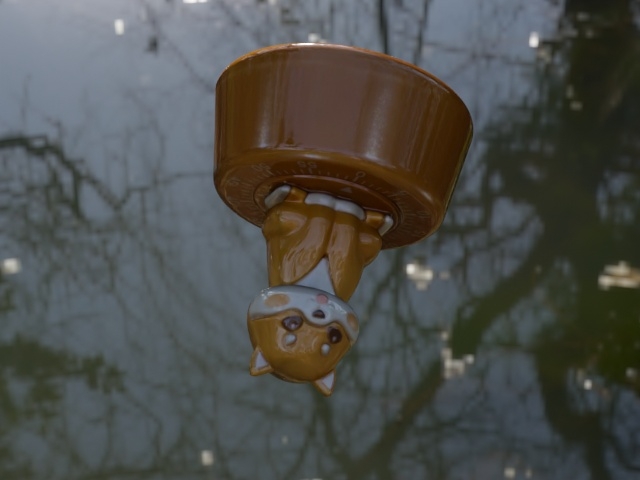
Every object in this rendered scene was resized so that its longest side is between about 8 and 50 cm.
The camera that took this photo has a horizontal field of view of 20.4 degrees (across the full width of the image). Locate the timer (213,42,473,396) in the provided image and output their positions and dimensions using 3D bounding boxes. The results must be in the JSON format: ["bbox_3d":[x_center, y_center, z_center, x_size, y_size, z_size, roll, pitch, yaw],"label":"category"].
[{"bbox_3d":[0.000,0.000,0.869,0.132,0.132,0.152,6,67,10],"label":"timer"}]
